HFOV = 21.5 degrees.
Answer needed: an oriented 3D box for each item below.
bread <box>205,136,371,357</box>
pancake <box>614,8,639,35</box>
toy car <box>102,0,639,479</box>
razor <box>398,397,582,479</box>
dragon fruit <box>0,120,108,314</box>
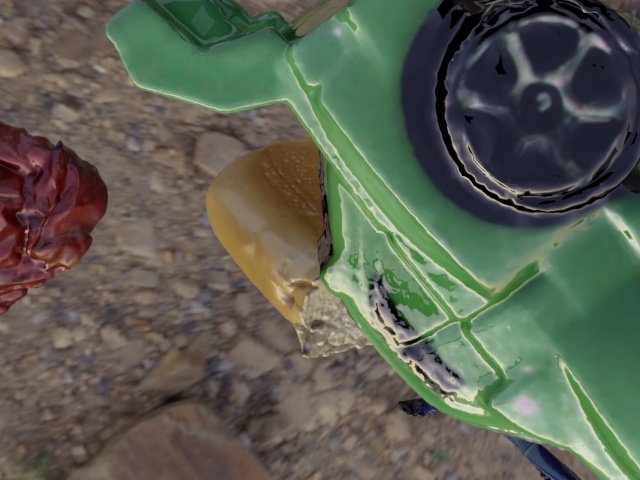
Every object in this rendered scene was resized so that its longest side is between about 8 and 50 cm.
[{"bbox_3d":[0.001,0.001,1.269,0.134,0.085,0.173,-22,47,-19],"label":"bread"},{"bbox_3d":[0.228,-0.134,1.841,0.426,0.305,0.067,-26,127,3],"label":"pancake"},{"bbox_3d":[0.080,-0.009,0.772,0.176,0.213,0.359,-36,102,4],"label":"toy car"},{"bbox_3d":[0.124,0.137,1.119,0.154,0.044,0.028,30,103,28],"label":"razor"},{"bbox_3d":[-0.329,-0.062,1.294,0.330,0.240,0.302,2,135,1],"label":"dragon fruit"}]
